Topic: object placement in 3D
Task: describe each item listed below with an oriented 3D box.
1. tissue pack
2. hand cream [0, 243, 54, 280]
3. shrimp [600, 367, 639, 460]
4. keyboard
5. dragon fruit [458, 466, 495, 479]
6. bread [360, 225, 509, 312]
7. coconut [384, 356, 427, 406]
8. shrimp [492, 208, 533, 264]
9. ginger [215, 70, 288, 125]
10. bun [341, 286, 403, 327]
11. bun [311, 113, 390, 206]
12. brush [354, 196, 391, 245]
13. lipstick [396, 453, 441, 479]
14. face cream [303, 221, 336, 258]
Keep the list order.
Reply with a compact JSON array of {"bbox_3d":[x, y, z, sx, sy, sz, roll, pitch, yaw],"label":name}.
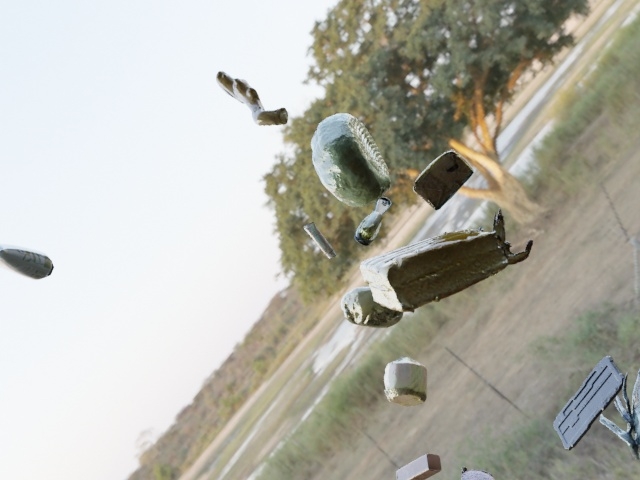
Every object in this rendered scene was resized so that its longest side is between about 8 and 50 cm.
[{"bbox_3d":[0.266,-0.136,1.539,0.120,0.082,0.169,-46,-3,14],"label":"tissue pack"},{"bbox_3d":[-0.523,0.033,1.210,0.256,0.088,0.055,66,-147,-81],"label":"hand cream"},{"bbox_3d":[0.662,0.395,1.371,0.166,0.221,0.410,50,-143,-68],"label":"shrimp"},{"bbox_3d":[0.673,0.410,1.793,0.106,0.016,0.262,-105,34,-55],"label":"keyboard"},{"bbox_3d":[0.465,0.735,2.103,0.112,0.126,0.068,-37,-49,-57],"label":"dragon fruit"},{"bbox_3d":[0.226,0.054,1.423,0.246,0.111,0.239,-20,3,-8],"label":"bread"},{"bbox_3d":[0.224,0.365,1.876,0.116,0.116,0.122,129,151,-51],"label":"coconut"},{"bbox_3d":[0.380,-0.008,1.416,0.023,0.083,0.114,64,-157,-79],"label":"shrimp"},{"bbox_3d":[-0.184,-0.367,1.837,0.075,0.288,0.089,-31,-42,-20],"label":"ginger"},{"bbox_3d":[0.177,0.234,2.382,0.237,0.210,0.116,125,152,-65],"label":"bun"},{"bbox_3d":[0.052,-0.147,1.382,0.118,0.195,0.195,-29,5,15],"label":"bun"},{"bbox_3d":[0.192,-0.085,2.432,0.060,0.068,0.297,-63,-3,39],"label":"brush"},{"bbox_3d":[0.253,0.599,1.851,0.145,0.045,0.045,-49,33,45],"label":"lipstick"},{"bbox_3d":[0.000,0.000,1.884,0.038,0.115,0.020,-25,22,35],"label":"face cream"}]
